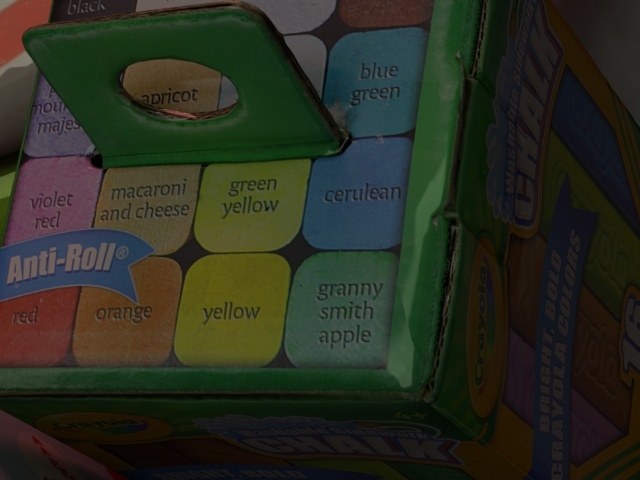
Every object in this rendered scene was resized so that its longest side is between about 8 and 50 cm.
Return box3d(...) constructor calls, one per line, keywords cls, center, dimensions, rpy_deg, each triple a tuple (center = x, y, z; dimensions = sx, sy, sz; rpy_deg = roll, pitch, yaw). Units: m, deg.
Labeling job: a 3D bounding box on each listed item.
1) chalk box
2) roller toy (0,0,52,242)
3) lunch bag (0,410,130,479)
box3d(cls="chalk box", center=(0.000, 0.000, 0.542), dimensions=(0.132, 0.213, 0.132), rpy_deg=(-1, 69, 27))
box3d(cls="roller toy", center=(-0.118, -0.110, 0.662), dimensions=(0.191, 0.146, 0.209), rpy_deg=(27, 89, 9))
box3d(cls="lunch bag", center=(-0.212, 0.090, 0.513), dimensions=(0.239, 0.385, 0.328), rpy_deg=(-50, 57, 0))
